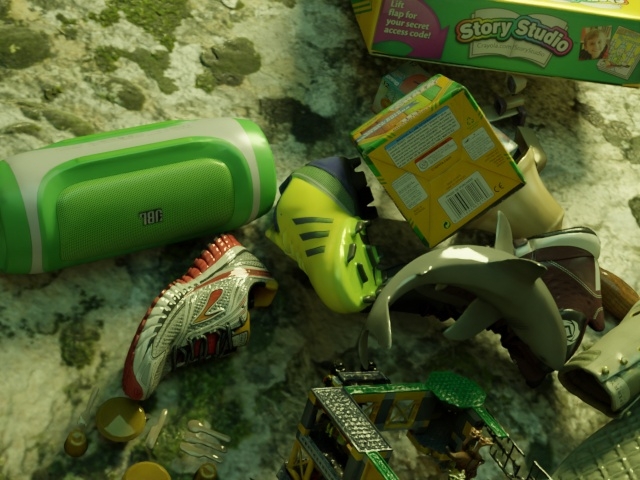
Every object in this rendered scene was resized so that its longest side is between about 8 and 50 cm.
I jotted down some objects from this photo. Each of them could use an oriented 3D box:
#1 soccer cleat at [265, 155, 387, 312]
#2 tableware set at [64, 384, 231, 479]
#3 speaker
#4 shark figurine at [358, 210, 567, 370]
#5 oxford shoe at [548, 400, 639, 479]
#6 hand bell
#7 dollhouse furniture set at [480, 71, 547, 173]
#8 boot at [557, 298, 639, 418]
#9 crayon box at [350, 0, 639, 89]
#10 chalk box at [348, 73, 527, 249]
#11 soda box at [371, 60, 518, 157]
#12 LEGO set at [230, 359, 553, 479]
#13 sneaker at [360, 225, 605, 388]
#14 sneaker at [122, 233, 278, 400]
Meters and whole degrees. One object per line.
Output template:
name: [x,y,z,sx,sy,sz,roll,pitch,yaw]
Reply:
soccer cleat: [0.000,0.001,1.286,0.121,0.093,0.289,-16,27,8]
tableware set: [-0.168,0.209,1.162,0.154,0.024,0.104,21,53,-2]
speaker: [-0.201,-0.051,1.286,0.296,0.131,0.131,-14,58,-25]
shark figurine: [0.155,0.042,1.176,0.278,0.116,0.166,5,81,-35]
oxford shoe: [0.366,0.228,1.235,0.169,0.130,0.449,3,33,47]
hand bell: [0.293,0.017,1.411,0.242,0.126,0.126,41,52,2]
dollhouse furniture set: [0.231,-0.136,1.521,0.081,0.091,0.114,-16,61,-9]
boot: [0.355,0.116,1.227,0.165,0.213,0.077,-33,105,-21]
crayon box: [0.220,-0.333,1.598,0.362,0.106,0.313,5,35,-12]
chalk box: [0.122,-0.097,1.365,0.132,0.213,0.132,-35,103,3]
soda box: [0.152,-0.141,1.503,0.183,0.063,0.058,41,53,17]
LEGO set: [0.091,0.276,1.097,0.255,0.192,0.331,-3,31,-38]
sneaker: [0.179,0.087,1.313,0.281,0.106,0.163,-12,87,0]
sneaker: [-0.119,0.082,1.229,0.092,0.088,0.225,35,49,8]
